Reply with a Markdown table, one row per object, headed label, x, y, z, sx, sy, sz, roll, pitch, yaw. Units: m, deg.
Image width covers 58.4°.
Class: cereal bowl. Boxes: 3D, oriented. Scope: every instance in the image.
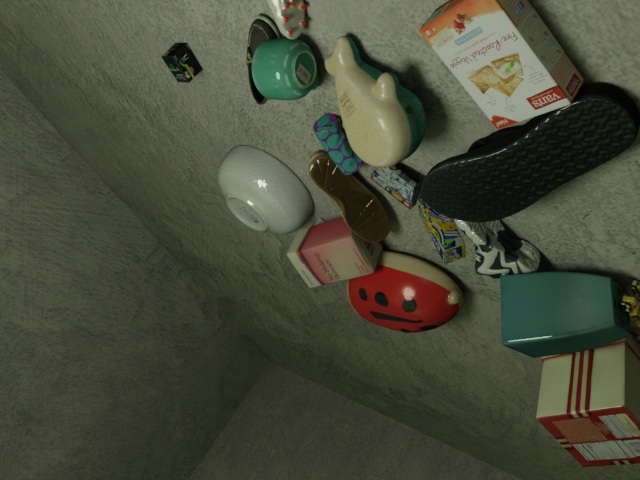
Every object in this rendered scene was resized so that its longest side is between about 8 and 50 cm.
| label | x | y | z | sx | sy | sz | roll | pitch | yaw |
| --- | --- | --- | --- | --- | --- | --- | --- | --- | --- |
| cereal bowl | -0.197 | -0.135 | 1.824 | 0.338 | 0.141 | 0.339 | 29 | 154 | 16 |

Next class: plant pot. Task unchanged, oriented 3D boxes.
| label | x | y | z | sx | sy | sz | roll | pitch | yaw |
| --- | --- | --- | --- | --- | --- | --- | --- | --- | --- |
| plant pot | 0.552 | 0.162 | 1.284 | 0.234 | 0.166 | 0.165 | -14 | 152 | 42 |

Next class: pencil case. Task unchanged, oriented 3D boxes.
| label | x | y | z | sx | sy | sz | roll | pitch | yaw |
| --- | --- | --- | --- | --- | --- | --- | --- | --- | --- |
| pencil case | 0.046 | -0.235 | 1.401 | 0.070 | 0.065 | 0.152 | -25 | 126 | 19 |

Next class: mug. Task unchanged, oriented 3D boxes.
| label | x | y | z | sx | sy | sz | roll | pitch | yaw |
| --- | --- | --- | --- | --- | --- | --- | --- | --- | --- |
| mug | -0.060 | -0.373 | 1.238 | 0.097 | 0.157 | 0.130 | 12 | 123 | 38 |

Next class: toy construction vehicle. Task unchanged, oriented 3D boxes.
| label | x | y | z | sx | sy | sz | roll | pitch | yaw |
| --- | --- | --- | --- | --- | --- | --- | --- | --- | --- |
| toy construction vehicle | 0.673 | 0.129 | 1.201 | 0.035 | 0.086 | 0.098 | -8 | 131 | 49 |

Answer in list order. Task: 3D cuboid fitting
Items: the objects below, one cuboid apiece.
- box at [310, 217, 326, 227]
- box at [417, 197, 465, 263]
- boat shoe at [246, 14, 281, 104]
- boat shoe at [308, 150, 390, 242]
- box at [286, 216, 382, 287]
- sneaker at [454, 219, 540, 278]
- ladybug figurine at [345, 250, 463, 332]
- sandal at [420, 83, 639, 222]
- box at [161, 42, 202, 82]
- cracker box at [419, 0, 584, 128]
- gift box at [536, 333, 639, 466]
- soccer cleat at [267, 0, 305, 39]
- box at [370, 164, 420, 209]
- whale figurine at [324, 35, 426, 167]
| label | x | y | z | sx | sy | sz | roll | pitch | yaw |
| --- | --- | --- | --- | --- | --- | --- | --- | --- | --- |
| box | 0.000 | 0.000 | 1.866 | 0.101 | 0.087 | 0.102 | 37 | 156 | -4 |
| box | 0.284 | -0.030 | 1.350 | 0.059 | 0.054 | 0.169 | 70 | -178 | -51 |
| boat shoe | -0.132 | -0.407 | 1.318 | 0.081 | 0.069 | 0.228 | 29 | 155 | 16 |
| boat shoe | 0.080 | -0.120 | 1.544 | 0.302 | 0.109 | 0.098 | 45 | -166 | -21 |
| box | 0.043 | 0.031 | 1.704 | 0.232 | 0.127 | 0.149 | -17 | 121 | 31 |
| sneaker | 0.386 | 0.017 | 1.367 | 0.234 | 0.094 | 0.153 | 29 | 149 | -9 |
| ladybug figurine | 0.238 | 0.171 | 1.769 | 0.305 | 0.162 | 0.449 | 48 | 154 | -24 |
| sandal | 0.380 | -0.153 | 1.083 | 0.167 | 0.107 | 0.445 | 45 | 142 | -16 |
| box | -0.368 | -0.473 | 1.525 | 0.052 | 0.062 | 0.083 | 15 | 149 | 38 |
| cracker box | 0.294 | -0.303 | 0.937 | 0.232 | 0.067 | 0.155 | 44 | 156 | -18 |
| gift box | 0.719 | 0.379 | 1.403 | 0.276 | 0.258 | 0.255 | -23 | 118 | 40 |
| soccer cleat | -0.083 | -0.489 | 1.118 | 0.076 | 0.068 | 0.196 | 37 | 160 | 39 |
| box | 0.180 | -0.147 | 1.392 | 0.137 | 0.027 | 0.094 | 42 | 159 | 22 |
| whale figurine | 0.114 | -0.288 | 1.172 | 0.272 | 0.141 | 0.216 | 61 | 156 | 5 |
